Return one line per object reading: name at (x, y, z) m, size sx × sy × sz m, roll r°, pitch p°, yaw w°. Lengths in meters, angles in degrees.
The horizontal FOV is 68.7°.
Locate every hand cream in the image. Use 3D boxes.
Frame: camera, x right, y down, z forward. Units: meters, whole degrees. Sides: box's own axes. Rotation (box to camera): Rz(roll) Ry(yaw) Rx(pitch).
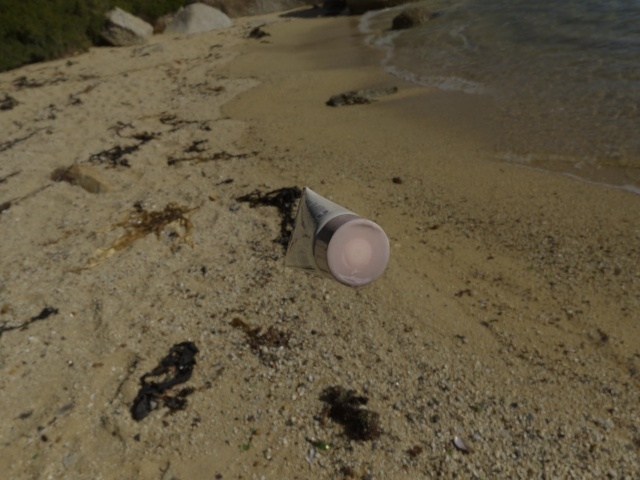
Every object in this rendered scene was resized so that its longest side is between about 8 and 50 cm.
hand cream at (0.000, 0.000, 0.647) m, size 0.083 × 0.133 × 0.248 m, roll 15°, pitch 5°, yaw -23°
